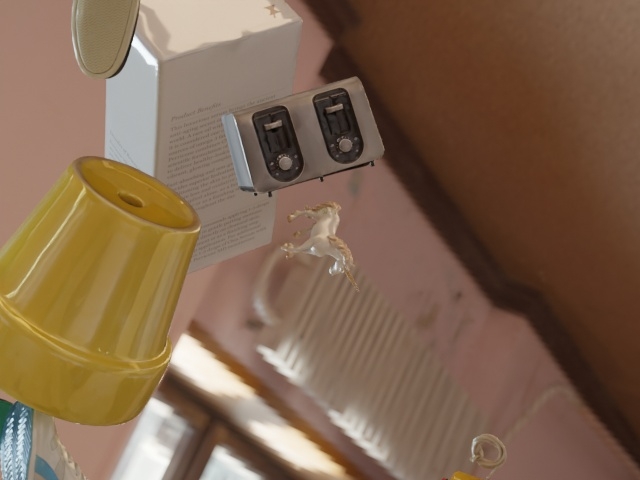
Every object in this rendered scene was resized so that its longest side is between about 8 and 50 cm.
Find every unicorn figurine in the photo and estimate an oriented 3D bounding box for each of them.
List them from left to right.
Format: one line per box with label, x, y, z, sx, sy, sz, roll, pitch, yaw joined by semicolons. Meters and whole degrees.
unicorn figurine;0.000;0.000;2.318;0.111;0.162;0.060;-8;149;20

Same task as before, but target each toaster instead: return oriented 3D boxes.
toaster;-0.024;-0.124;1.870;0.168;0.110;0.185;-16;-175;-8

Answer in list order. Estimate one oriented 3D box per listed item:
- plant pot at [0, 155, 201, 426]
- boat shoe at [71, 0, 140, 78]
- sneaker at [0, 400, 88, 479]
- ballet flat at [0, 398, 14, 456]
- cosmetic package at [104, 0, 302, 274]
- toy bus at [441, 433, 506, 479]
plant pot;-0.262;0.044;1.747;0.254;0.239;0.254;26;-162;-9
boat shoe;-0.229;-0.296;1.742;0.084;0.233;0.079;4;177;20
sneaker;-0.316;0.284;1.797;0.092;0.229;0.087;-12;-165;-31
ballet flat;-0.420;0.221;1.852;0.203;0.074;0.074;29;163;-39
cosmetic package;-0.184;-0.163;2.248;0.161;0.230;0.453;50;147;32
toy bus;0.164;0.356;1.751;0.191;0.104;0.202;-30;98;29
